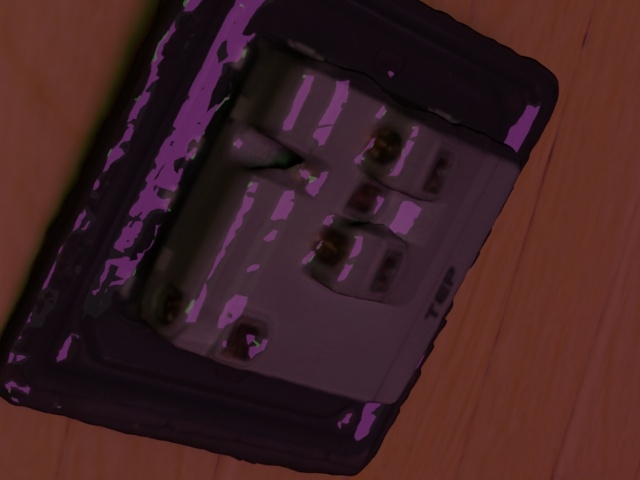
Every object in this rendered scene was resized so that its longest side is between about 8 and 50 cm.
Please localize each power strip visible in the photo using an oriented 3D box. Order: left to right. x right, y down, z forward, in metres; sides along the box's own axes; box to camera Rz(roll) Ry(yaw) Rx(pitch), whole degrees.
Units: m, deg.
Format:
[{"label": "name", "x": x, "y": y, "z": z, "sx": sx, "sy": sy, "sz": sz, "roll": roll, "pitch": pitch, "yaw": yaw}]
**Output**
[{"label": "power strip", "x": 0.002, "y": 0.001, "z": 0.725, "sx": 0.251, "sy": 0.092, "sz": 0.257, "roll": 17, "pitch": 102, "yaw": -49}]
